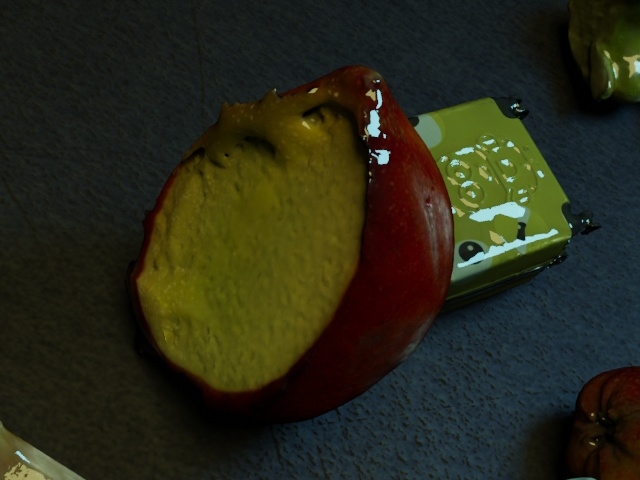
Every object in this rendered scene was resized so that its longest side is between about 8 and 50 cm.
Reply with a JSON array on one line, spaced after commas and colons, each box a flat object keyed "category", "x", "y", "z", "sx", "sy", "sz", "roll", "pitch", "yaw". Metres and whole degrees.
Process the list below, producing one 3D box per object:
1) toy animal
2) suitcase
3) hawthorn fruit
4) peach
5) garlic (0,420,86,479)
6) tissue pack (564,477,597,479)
[{"category": "toy animal", "x": 0.492, "y": -0.243, "z": 1.381, "sx": 0.362, "sy": 0.181, "sz": 0.180, "roll": 8, "pitch": 18, "yaw": -8}, {"category": "suitcase", "x": 0.139, "y": -0.031, "z": 1.162, "sx": 0.234, "sy": 0.143, "sz": 0.194, "roll": -17, "pitch": 69, "yaw": -28}, {"category": "hawthorn fruit", "x": 0.345, "y": 0.211, "z": 1.105, "sx": 0.203, "sy": 0.162, "sz": 0.163, "roll": 20, "pitch": 55, "yaw": -25}, {"category": "peach", "x": 0.000, "y": 0.000, "z": 0.995, "sx": 0.201, "sy": 0.362, "sz": 0.258, "roll": -2, "pitch": 44, "yaw": -46}, {"category": "garlic", "x": -0.208, "y": 0.229, "z": 0.899, "sx": 0.198, "sy": 0.129, "sz": 0.090, "roll": 35, "pitch": 41, "yaw": 6}, {"category": "tissue pack", "x": 0.074, "y": 0.312, "z": 0.889, "sx": 0.310, "sy": 0.228, "sz": 0.128, "roll": -13, "pitch": 65, "yaw": -25}]
